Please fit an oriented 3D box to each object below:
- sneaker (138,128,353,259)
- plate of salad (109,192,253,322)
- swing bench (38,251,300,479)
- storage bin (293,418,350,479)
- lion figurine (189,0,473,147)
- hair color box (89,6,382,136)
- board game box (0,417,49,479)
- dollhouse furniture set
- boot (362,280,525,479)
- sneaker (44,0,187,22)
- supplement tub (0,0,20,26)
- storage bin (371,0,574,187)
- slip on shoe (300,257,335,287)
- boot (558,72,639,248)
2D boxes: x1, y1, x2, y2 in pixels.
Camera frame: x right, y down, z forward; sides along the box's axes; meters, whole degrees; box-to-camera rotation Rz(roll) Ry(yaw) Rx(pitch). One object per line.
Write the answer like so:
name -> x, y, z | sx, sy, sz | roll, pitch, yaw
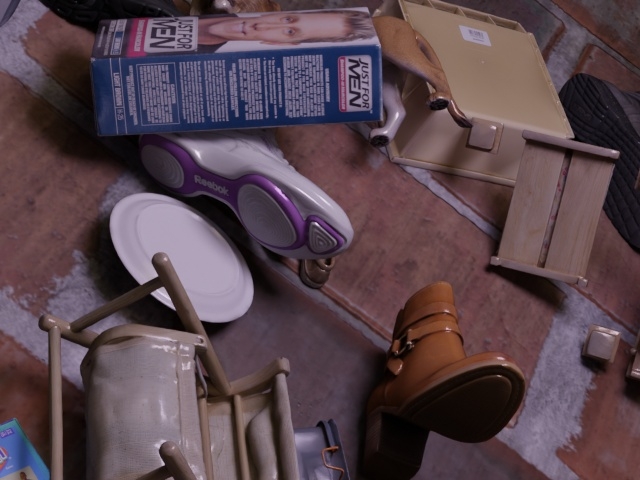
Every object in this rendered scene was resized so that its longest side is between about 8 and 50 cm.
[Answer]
sneaker -> -0.073, -0.088, 1.831 | 0.305, 0.114, 0.152 | 31, 45, 21
plate of salad -> -0.168, 0.025, 1.766 | 0.200, 0.048, 0.200 | 28, 33, -20
swing bench -> -0.146, 0.199, 1.515 | 0.254, 0.165, 0.253 | 46, 25, -41
storage bin -> -0.024, 0.265, 1.630 | 0.091, 0.098, 0.135 | 3, 51, -22
lion figurine -> 0.012, -0.257, 2.054 | 0.392, 0.142, 0.240 | 6, 53, -13
hair color box -> -0.103, -0.213, 1.840 | 0.347, 0.105, 0.174 | -3, 25, -3
board game box -> -0.307, 0.289, 1.421 | 0.160, 0.047, 0.210 | -20, 68, -46
dollhouse furniture set -> 0.359, 0.013, 2.133 | 0.356, 0.303, 0.174 | 16, 5, 12
boot -> 0.147, 0.139, 1.717 | 0.109, 0.283, 0.220 | 23, 50, -11
sneaker -> -0.237, -0.311, 1.993 | 0.286, 0.109, 0.130 | 39, 34, -3
supplement tub -> -0.408, -0.416, 1.792 | 0.194, 0.316, 0.193 | 21, 44, -21
storage bin -> 0.213, -0.231, 2.240 | 0.262, 0.123, 0.260 | 9, 48, -30
slip on shoe -> 0.000, 0.000, 1.925 | 0.051, 0.041, 0.135 | 25, 42, -16
boot -> 0.539, -0.130, 2.404 | 0.223, 0.118, 0.338 | 8, 53, -39
